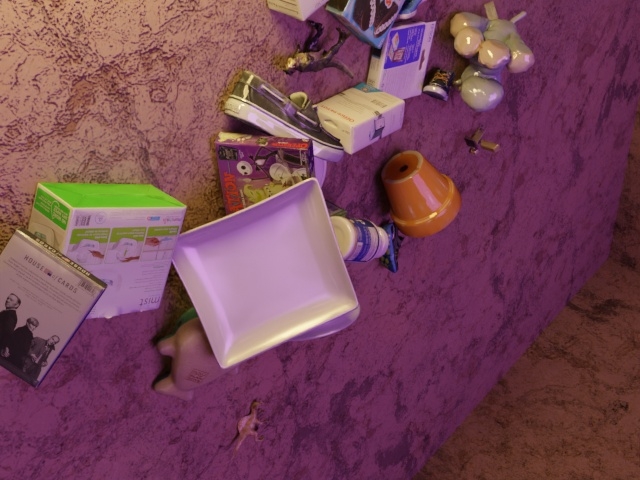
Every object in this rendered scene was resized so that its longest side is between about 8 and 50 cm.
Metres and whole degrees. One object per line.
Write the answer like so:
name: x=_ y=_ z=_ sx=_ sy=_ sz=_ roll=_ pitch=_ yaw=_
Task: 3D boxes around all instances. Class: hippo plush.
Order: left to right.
hippo plush: x=0.441 y=-0.500 z=2.200 sx=0.294 sy=0.234 sz=0.237 roll=-86 pitch=-167 yaw=-46

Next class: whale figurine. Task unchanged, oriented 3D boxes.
whale figurine: x=-0.288 y=0.260 z=1.846 sx=0.216 sy=0.141 sz=0.272 roll=22 pitch=120 yaw=-29

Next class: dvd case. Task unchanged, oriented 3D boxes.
dvd case: x=-0.508 y=0.120 z=1.366 sx=0.239 sy=0.179 sz=0.029 roll=-52 pitch=-172 yaw=14

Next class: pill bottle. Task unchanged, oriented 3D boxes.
pill bottle: x=0.085 y=0.001 z=1.938 sx=0.186 sy=0.112 sz=0.112 roll=5 pitch=111 yaw=-54

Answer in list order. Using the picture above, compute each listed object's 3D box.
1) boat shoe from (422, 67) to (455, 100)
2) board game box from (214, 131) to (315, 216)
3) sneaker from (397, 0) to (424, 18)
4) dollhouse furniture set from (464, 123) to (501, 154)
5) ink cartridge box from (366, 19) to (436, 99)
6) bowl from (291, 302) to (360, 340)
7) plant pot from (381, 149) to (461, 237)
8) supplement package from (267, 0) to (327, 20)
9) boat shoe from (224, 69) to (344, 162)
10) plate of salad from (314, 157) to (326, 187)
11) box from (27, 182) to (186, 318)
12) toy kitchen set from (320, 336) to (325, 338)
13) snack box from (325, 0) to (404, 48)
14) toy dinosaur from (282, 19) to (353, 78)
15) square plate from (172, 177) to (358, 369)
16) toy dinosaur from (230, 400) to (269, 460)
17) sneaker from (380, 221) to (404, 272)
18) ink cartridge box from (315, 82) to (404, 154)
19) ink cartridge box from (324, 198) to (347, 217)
boat shoe: x=0.325 y=-0.433 z=2.147 sx=0.183 sy=0.065 sz=0.083 roll=-23 pitch=130 yaw=-76
board game box: x=-0.110 y=-0.077 z=1.748 sx=0.056 sy=0.208 sz=0.347 roll=-65 pitch=158 yaw=-46
sneaker: x=0.227 y=-0.608 z=1.914 sx=0.152 sy=0.058 sz=0.085 roll=-44 pitch=149 yaw=-29
dollhouse furniture set: x=0.535 y=-0.315 z=2.492 sx=0.081 sy=0.114 sz=0.091 roll=-56 pitch=144 yaw=-14
ink cartridge box: x=0.203 y=-0.456 z=2.010 sx=0.208 sy=0.045 sz=0.206 roll=-22 pitch=132 yaw=-43
bowl: x=-0.055 y=0.119 z=1.909 sx=0.298 sy=0.297 sz=0.134 roll=-25 pitch=118 yaw=-41
plant pot: x=0.267 y=-0.144 z=2.212 sx=0.205 sy=0.205 sz=0.188 roll=-50 pitch=130 yaw=-15
supplement package: x=-0.055 y=-0.547 z=1.550 sx=0.105 sy=0.105 sz=0.179 roll=-46 pitch=144 yaw=-22
boat shoe: x=-0.054 y=-0.267 z=1.719 sx=0.335 sy=0.121 sz=0.119 roll=21 pitch=96 yaw=-46
plate of salad: x=-0.058 y=-0.158 z=1.886 sx=0.200 sy=0.048 sz=0.200 roll=-29 pitch=131 yaw=-40
box: x=-0.411 y=0.020 z=1.488 sx=0.262 sy=0.126 sz=0.231 roll=-5 pitch=119 yaw=-51
toy kitchen set: x=-0.027 y=0.239 z=2.214 sx=0.068 sy=0.083 sz=0.075 roll=-28 pitch=160 yaw=30
snack box: x=0.149 y=-0.627 z=1.799 sx=0.187 sy=0.060 sz=0.322 roll=21 pitch=97 yaw=-57
toy dinosaur: x=0.005 y=-0.425 z=1.767 sx=0.268 sy=0.064 sz=0.118 roll=-13 pitch=131 yaw=-51
square plate: x=-0.118 y=0.071 z=1.698 sx=0.344 sy=0.049 sz=0.347 roll=-24 pitch=119 yaw=-9
toy dinosaur: x=-0.203 y=0.538 z=2.232 sx=0.092 sy=0.053 sz=0.183 roll=30 pitch=82 yaw=-41
sneaker: x=0.221 y=0.023 z=2.372 sx=0.078 sy=0.067 sz=0.188 roll=-32 pitch=135 yaw=-27
ink cartridge box: x=0.088 y=-0.298 z=1.893 sx=0.190 sy=0.139 sz=0.082 roll=-32 pitch=139 yaw=-34
ink cartridge box: x=0.000 y=0.000 z=2.028 sx=0.062 sy=0.109 sz=0.209 roll=-26 pitch=134 yaw=-40
